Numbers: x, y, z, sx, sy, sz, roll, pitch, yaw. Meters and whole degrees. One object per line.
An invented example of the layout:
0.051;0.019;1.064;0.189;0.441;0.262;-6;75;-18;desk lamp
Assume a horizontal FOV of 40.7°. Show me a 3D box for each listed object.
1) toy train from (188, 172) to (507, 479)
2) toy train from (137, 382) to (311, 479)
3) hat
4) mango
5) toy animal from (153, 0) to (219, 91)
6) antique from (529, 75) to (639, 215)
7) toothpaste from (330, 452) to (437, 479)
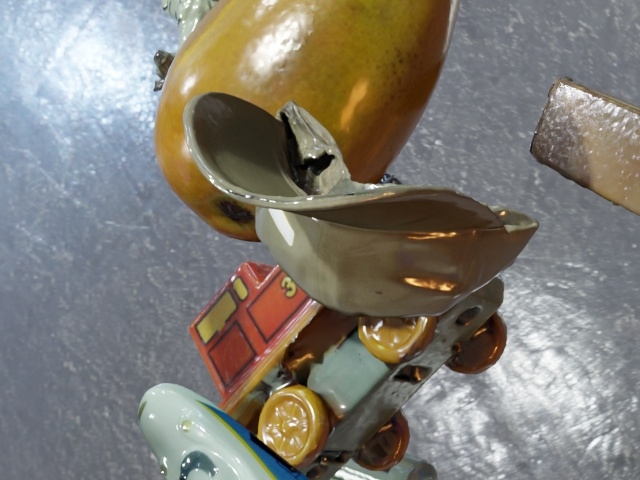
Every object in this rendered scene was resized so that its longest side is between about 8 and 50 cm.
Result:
0.013;0.093;0.851;0.369;0.163;0.231;-49;55;18;toy train
-0.012;0.154;0.431;0.234;0.051;0.052;35;114;16;toy train
0.000;0.000;0.440;0.166;0.173;0.144;28;122;26;hat
0.000;-0.144;0.663;0.317;0.173;0.211;-58;26;-3;mango
-0.154;-0.271;1.008;0.217;0.073;0.176;-114;43;-56;toy animal
0.316;-0.057;0.754;0.310;0.093;0.087;43;119;54;antique
0.006;0.251;1.031;0.392;0.099;0.061;9;120;45;toothpaste
